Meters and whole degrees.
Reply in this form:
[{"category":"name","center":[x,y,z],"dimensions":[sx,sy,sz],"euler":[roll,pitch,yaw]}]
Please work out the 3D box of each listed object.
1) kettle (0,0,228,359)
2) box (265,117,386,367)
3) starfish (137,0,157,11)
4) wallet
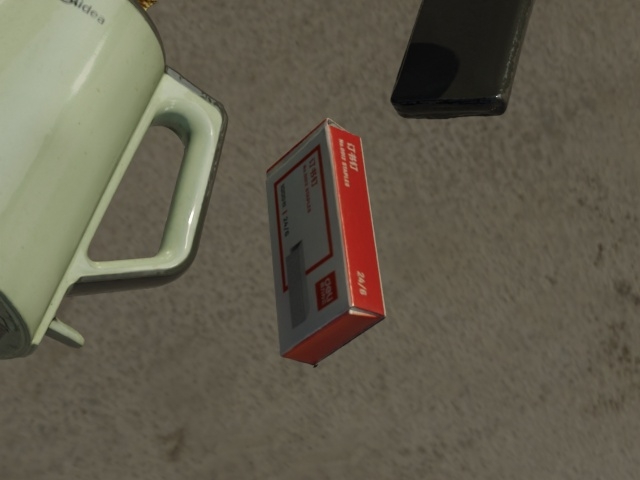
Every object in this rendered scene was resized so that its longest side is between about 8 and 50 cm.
[{"category":"kettle","center":[-0.286,-0.071,1.351],"dimensions":[0.361,0.250,0.376],"euler":[30,59,-11]},{"category":"box","center":[0.000,0.000,1.314],"dimensions":[0.123,0.050,0.229],"euler":[-36,48,41]},{"category":"starfish","center":[-0.206,-0.348,1.517],"dimensions":[0.138,0.050,0.247],"euler":[40,89,30]},{"category":"wallet","center":[0.175,-0.239,1.538],"dimensions":[0.149,0.044,0.250],"euler":[0,50,23]}]
